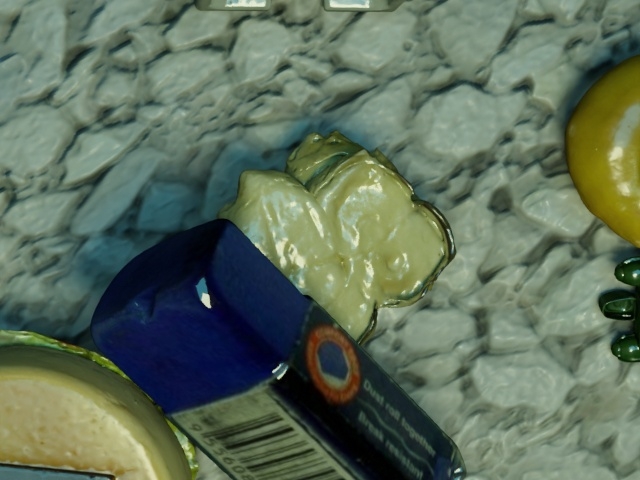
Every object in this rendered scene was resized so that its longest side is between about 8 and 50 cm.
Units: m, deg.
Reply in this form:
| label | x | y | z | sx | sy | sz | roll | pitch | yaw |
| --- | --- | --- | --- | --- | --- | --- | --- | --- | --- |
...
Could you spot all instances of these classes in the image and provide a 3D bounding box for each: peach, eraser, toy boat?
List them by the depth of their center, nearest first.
| label | x | y | z | sx | sy | sz | roll | pitch | yaw |
| --- | --- | --- | --- | --- | --- | --- | --- | --- | --- |
| eraser | -0.033 | 0.134 | 1.443 | 0.332 | 0.155 | 0.101 | 47 | 42 | -25 |
| peach | 0.306 | -0.079 | 1.549 | 0.179 | 0.103 | 0.179 | 0 | 89 | -9 |
| toy boat | 0.357 | 0.058 | 1.581 | 0.210 | 0.052 | 0.104 | -4 | 107 | -7 |

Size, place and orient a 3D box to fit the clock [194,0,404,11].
| label | x | y | z | sx | sy | sz | roll | pitch | yaw |
| --- | --- | --- | --- | --- | --- | --- | --- | --- | --- |
| clock | -0.010 | -0.251 | 1.450 | 0.262 | 0.231 | 0.116 | -2 | 95 | -7 |

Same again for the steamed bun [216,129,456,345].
| label | x | y | z | sx | sy | sz | roll | pitch | yaw |
| --- | --- | --- | --- | --- | --- | --- | --- | --- | --- |
| steamed bun | 0.000 | 0.000 | 1.517 | 0.192 | 0.106 | 0.177 | 44 | 82 | -13 |

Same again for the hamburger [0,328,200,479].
| label | x | y | z | sx | sy | sz | roll | pitch | yaw |
| --- | --- | --- | --- | --- | --- | --- | --- | --- | --- |
| hamburger | -0.241 | 0.220 | 1.452 | 0.300 | 0.176 | 0.300 | 0 | 91 | -6 |
